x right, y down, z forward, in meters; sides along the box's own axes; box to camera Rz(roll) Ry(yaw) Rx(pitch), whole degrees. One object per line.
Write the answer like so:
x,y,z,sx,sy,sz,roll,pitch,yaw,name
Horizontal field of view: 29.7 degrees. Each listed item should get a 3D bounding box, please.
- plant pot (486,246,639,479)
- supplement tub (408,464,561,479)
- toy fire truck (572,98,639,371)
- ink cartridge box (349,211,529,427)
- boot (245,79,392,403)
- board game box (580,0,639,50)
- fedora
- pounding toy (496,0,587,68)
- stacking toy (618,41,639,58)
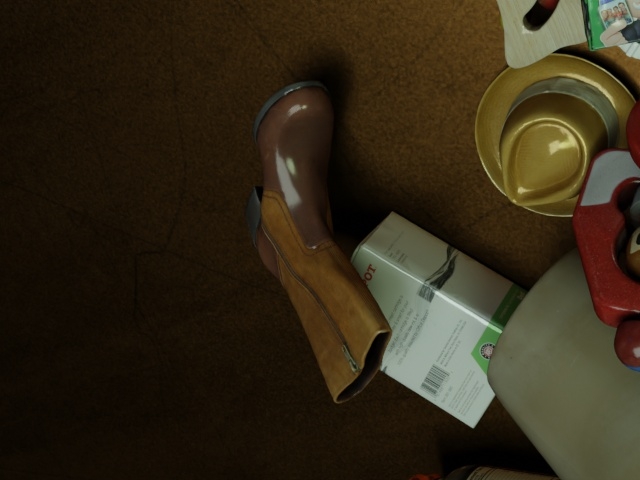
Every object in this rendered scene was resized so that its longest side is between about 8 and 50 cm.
0.332,0.156,1.220,0.280,0.323,0.323,37,135,25,plant pot
0.263,0.386,1.461,0.338,0.207,0.207,2,122,30,supplement tub
0.369,0.011,1.072,0.302,0.254,0.169,9,149,26,toy fire truck
0.130,0.091,1.412,0.219,0.092,0.160,32,131,9,ink cartridge box
0.000,0.000,1.322,0.280,0.096,0.264,64,145,35,boot
0.359,-0.286,0.960,0.317,0.046,0.213,-10,117,9,board game box
0.235,-0.092,1.231,0.194,0.079,0.194,16,129,22,fedora
0.166,-0.278,1.089,0.154,0.155,0.269,1,124,29,pounding toy
0.394,-0.197,1.080,0.221,0.052,0.167,33,132,7,stacking toy
